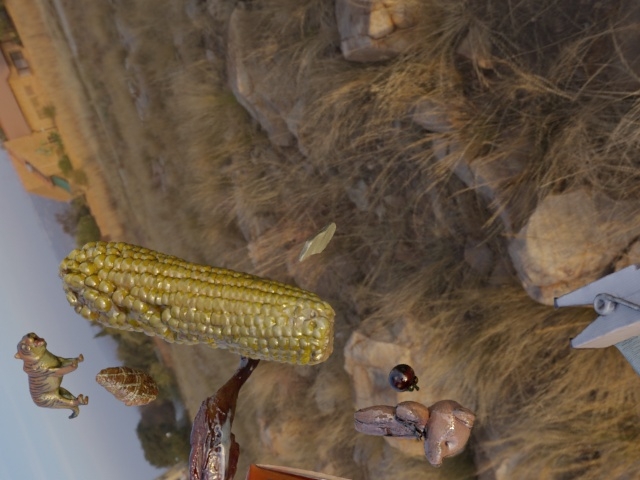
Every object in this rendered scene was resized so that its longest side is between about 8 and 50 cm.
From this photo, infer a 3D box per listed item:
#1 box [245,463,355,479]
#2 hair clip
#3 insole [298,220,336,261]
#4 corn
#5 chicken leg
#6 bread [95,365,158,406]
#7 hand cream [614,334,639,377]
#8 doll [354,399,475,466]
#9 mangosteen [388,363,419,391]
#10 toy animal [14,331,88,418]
[{"bbox_3d":[0.028,0.451,0.485,0.257,0.319,0.348,-93,17,-75],"label":"box"},{"bbox_3d":[0.495,0.094,0.827,0.331,0.085,0.101,106,167,-67],"label":"hair clip"},{"bbox_3d":[0.000,0.000,0.928,0.010,0.192,0.063,28,107,9],"label":"insole"},{"bbox_3d":[-0.137,0.064,0.554,0.320,0.097,0.097,10,130,17],"label":"corn"},{"bbox_3d":[-0.255,0.481,1.398,0.096,0.407,0.158,-12,145,39],"label":"chicken leg"},{"bbox_3d":[-0.544,0.423,1.525,0.233,0.076,0.105,43,-148,-48],"label":"bread"},{"bbox_3d":[0.690,0.265,1.111,0.042,0.194,0.067,34,118,-16],"label":"hand cream"},{"bbox_3d":[0.238,0.496,1.345,0.201,0.303,0.156,79,-171,-55],"label":"doll"},{"bbox_3d":[0.228,0.382,1.451,0.081,0.081,0.081,45,148,38],"label":"mangosteen"},{"bbox_3d":[-0.491,0.254,0.969,0.057,0.099,0.241,-105,22,-51],"label":"toy animal"}]
